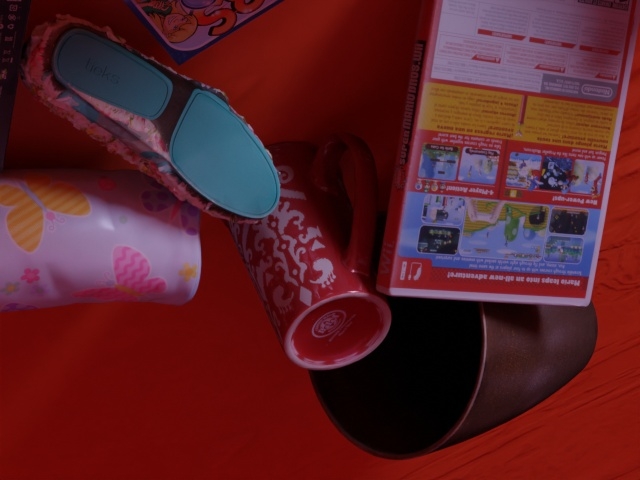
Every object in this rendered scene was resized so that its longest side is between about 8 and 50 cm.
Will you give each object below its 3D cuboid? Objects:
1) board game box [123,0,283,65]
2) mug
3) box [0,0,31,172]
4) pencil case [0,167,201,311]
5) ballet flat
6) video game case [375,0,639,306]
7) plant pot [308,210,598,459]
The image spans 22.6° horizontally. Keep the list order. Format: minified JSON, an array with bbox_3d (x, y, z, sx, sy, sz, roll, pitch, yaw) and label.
[{"bbox_3d":[-0.056,-0.227,1.150,0.201,0.035,0.136,-31,138,10],"label":"board game box"},{"bbox_3d":[-0.010,0.003,1.309,0.113,0.169,0.150,-8,137,-15],"label":"mug"},{"bbox_3d":[-0.301,-0.146,1.109,0.183,0.059,0.232,-2,135,-22],"label":"box"},{"bbox_3d":[-0.230,0.004,1.257,0.273,0.113,0.124,-3,149,-20],"label":"pencil case"},{"bbox_3d":[-0.130,-0.093,1.214,0.241,0.077,0.091,38,71,-32],"label":"ballet flat"},{"bbox_3d":[0.154,-0.092,1.273,0.204,0.025,0.285,4,98,-31],"label":"video game case"},{"bbox_3d":[0.140,0.082,1.457,0.230,0.215,0.215,0,135,-45],"label":"plant pot"}]
